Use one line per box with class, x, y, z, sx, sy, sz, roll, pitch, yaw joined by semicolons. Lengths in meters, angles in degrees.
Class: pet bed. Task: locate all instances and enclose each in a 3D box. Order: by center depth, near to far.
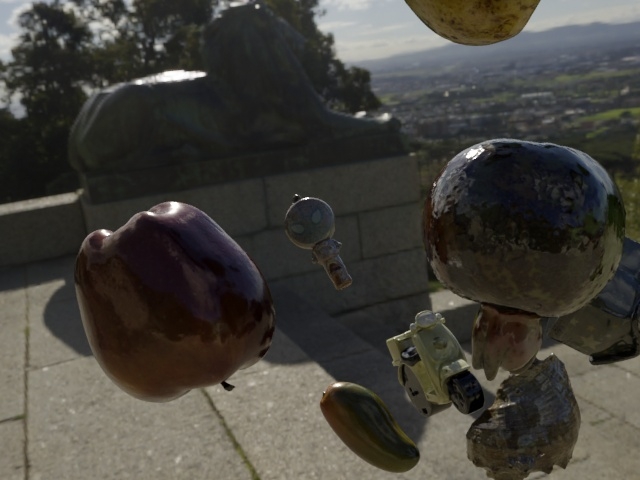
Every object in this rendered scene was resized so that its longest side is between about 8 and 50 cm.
pet bed;0.542;0.106;1.298;0.159;0.183;0.211;26;51;11

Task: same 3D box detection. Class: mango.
mango;0.120;0.477;1.769;0.146;0.289;0.129;-44;-22;6

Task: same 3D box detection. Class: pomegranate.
pomegranate;0.264;0.033;0.958;0.285;0.340;0.285;6;13;-1

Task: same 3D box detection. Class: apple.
apple;-0.231;0.104;1.101;0.288;0.316;0.288;-31;-3;-2

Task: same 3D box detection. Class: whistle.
whistle;0.000;0.000;1.439;0.107;0.220;0.057;-32;-14;6

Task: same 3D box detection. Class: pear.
pear;0.241;-0.444;1.102;0.271;0.271;0.271;-7;14;2

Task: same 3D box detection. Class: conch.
conch;0.520;0.454;1.681;0.297;0.352;0.210;4;32;-34

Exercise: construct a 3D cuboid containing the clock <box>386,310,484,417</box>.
clock;0.295;0.337;1.862;0.120;0.276;0.379;-19;-13;-19
